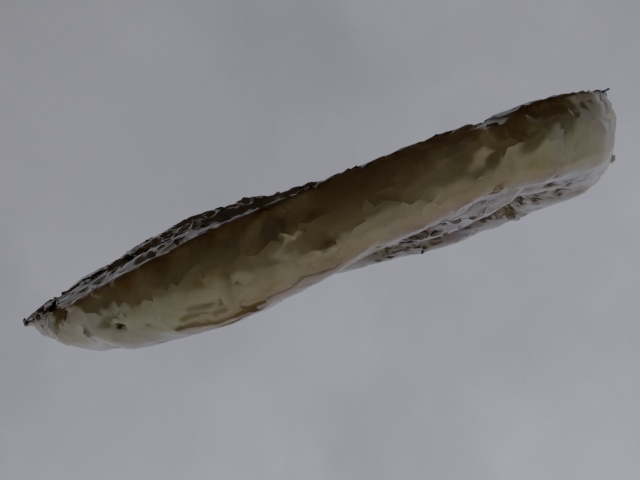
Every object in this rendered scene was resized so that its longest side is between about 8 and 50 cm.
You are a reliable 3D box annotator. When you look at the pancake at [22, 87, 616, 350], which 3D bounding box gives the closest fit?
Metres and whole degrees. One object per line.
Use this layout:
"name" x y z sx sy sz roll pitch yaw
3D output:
"pancake" -0.001 -0.002 0.600 0.356 0.065 0.356 -15 179 0
